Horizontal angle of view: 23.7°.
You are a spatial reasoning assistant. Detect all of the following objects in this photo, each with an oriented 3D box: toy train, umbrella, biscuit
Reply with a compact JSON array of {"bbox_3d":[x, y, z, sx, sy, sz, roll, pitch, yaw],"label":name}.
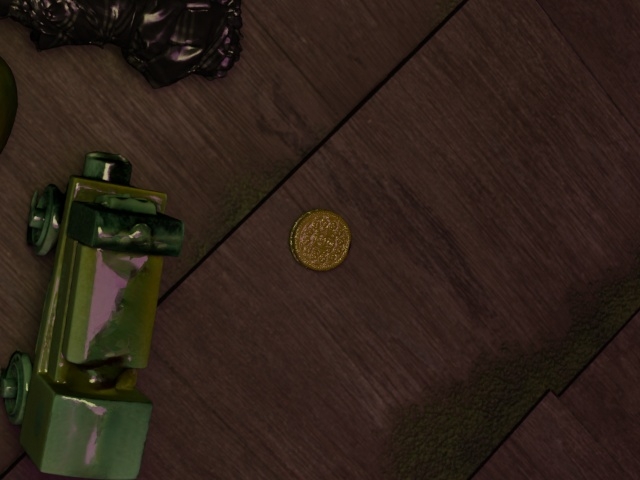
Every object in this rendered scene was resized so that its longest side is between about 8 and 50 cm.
[{"bbox_3d":[-0.270,0.095,1.812,0.160,0.253,0.397,10,94,-23],"label":"toy train"},{"bbox_3d":[-0.257,-0.257,1.833,0.336,0.128,0.154,-7,90,-28],"label":"umbrella"},{"bbox_3d":[0.000,0.000,2.024,0.084,0.023,0.084,-3,97,-21],"label":"biscuit"}]

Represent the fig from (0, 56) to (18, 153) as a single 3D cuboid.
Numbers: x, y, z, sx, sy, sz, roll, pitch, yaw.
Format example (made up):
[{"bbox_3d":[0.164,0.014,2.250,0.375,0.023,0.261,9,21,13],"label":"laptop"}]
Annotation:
[{"bbox_3d":[-0.435,-0.152,1.759,0.181,0.181,0.191,52,54,-18],"label":"fig"}]
